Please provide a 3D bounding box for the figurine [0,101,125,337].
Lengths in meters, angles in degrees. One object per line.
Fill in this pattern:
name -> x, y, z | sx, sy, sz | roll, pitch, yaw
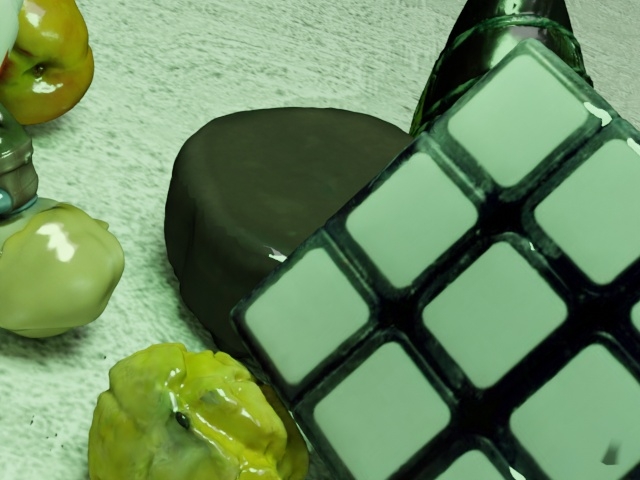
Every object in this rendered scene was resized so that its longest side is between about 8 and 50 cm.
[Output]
figurine -> -0.233, -0.017, 1.004 | 0.196, 0.108, 0.114 | 60, 17, -17

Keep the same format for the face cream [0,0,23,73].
face cream -> -0.315, -0.127, 1.062 | 0.102, 0.102, 0.346 | 22, 52, -12

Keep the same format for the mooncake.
mooncake -> 0.000, 0.000, 1.173 | 0.283, 0.141, 0.283 | 11, 39, -9

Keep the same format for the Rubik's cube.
Rubik's cube -> 0.176, 0.100, 0.942 | 0.304, 0.301, 0.305 | 52, 7, 34

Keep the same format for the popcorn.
popcorn -> -0.087, 0.149, 0.910 | 0.167, 0.148, 0.152 | 66, 6, 22

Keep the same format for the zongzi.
zongzi -> 0.200, -0.136, 1.370 | 0.319, 0.362, 0.383 | 1, 38, -9

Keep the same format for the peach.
peach -> -0.282, -0.180, 1.242 | 0.138, 0.138, 0.138 | 21, 31, -13
